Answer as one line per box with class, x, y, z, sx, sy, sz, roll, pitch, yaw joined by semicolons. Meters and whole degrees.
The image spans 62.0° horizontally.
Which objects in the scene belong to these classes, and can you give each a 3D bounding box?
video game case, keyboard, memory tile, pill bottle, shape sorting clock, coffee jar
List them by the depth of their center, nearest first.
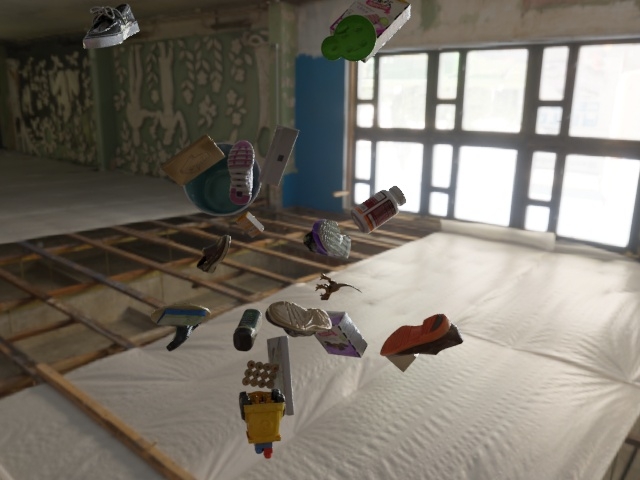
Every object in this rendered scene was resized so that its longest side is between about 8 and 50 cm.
pill bottle;0.170;-0.092;1.536;0.152;0.086;0.086;-34;-159;-8
keyboard;-0.138;-0.268;1.714;0.072;0.256;0.014;7;-128;-18
shape sorting clock;-0.500;0.267;1.911;0.206;0.040;0.206;-5;156;-2
coffee jar;-0.286;0.351;2.090;0.079;0.096;0.184;4;-158;6
memory tile;-0.250;0.562;2.229;0.148;0.113;0.012;16;-175;-29
video game case;-0.183;0.596;2.374;0.036;0.329;0.300;-2;168;-18

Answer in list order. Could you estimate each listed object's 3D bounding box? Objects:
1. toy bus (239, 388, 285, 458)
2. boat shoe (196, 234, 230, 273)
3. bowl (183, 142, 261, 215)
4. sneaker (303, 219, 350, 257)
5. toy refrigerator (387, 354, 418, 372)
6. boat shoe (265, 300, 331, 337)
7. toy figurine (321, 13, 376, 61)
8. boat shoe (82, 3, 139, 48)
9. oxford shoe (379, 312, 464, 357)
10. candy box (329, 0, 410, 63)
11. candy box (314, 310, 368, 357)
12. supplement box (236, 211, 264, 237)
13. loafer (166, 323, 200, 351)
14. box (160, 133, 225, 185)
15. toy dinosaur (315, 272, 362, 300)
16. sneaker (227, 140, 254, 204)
toy bus;-0.201;0.631;1.841;0.149;0.211;0.220;-2;176;-13
boat shoe;-0.506;0.064;2.491;0.095;0.257;0.095;19;-142;-25
bowl;-0.393;-0.227;2.193;0.311;0.311;0.163;0;166;-1
sneaker;0.000;0.001;1.846;0.146;0.102;0.293;6;166;20
toy refrigerator;0.355;0.459;2.226;0.102;0.094;0.269;40;-172;15
boat shoe;-0.078;0.261;1.691;0.285;0.092;0.103;16;-139;-51
toy figurine;0.100;-0.611;1.639;0.173;0.130;0.159;-19;-167;21
boat shoe;-0.653;-0.672;1.653;0.113;0.105;0.306;-1;-147;12
oxford shoe;0.363;0.387;1.970;0.364;0.133;0.130;-32;-158;49
candy box;0.167;-0.731;1.785;0.159;0.233;0.071;41;173;16
candy box;0.060;0.351;2.011;0.165;0.196;0.070;-3;-137;41
supplement box;-0.289;-0.065;2.193;0.062;0.098;0.036;-27;-151;34
loafer;-0.552;0.354;2.141;0.076;0.078;0.223;-35;-167;41
box;-0.457;-0.287;1.925;0.201;0.021;0.164;-35;160;0
toy dinosaur;0.049;0.160;1.869;0.112;0.064;0.211;23;154;-22
sneaker;-0.293;-0.257;1.992;0.095;0.236;0.104;6;-163;1
